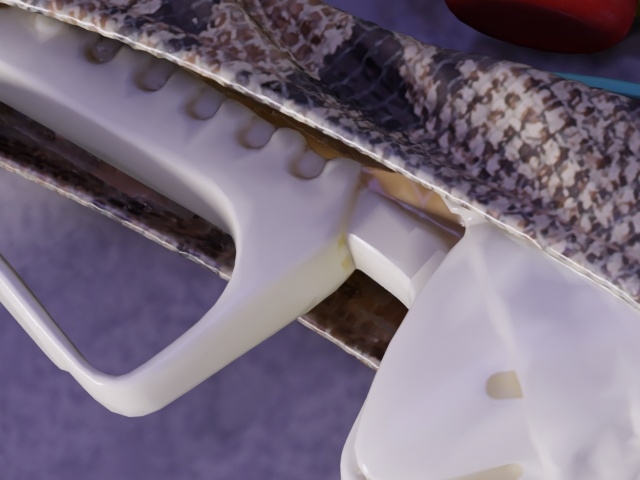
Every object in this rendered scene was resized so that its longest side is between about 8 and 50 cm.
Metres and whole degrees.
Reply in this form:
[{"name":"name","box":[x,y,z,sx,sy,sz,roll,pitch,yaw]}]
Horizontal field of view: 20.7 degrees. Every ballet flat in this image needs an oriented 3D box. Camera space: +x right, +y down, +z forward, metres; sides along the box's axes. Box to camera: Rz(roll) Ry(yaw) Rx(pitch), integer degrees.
[{"name":"ballet flat","box":[0.000,0.000,0.593,0.483,0.164,0.182,27,57,19]}]

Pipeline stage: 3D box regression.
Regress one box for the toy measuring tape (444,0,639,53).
[{"name":"toy measuring tape","box":[0.039,-0.133,0.667,0.330,0.121,0.121,8,82,37]}]
